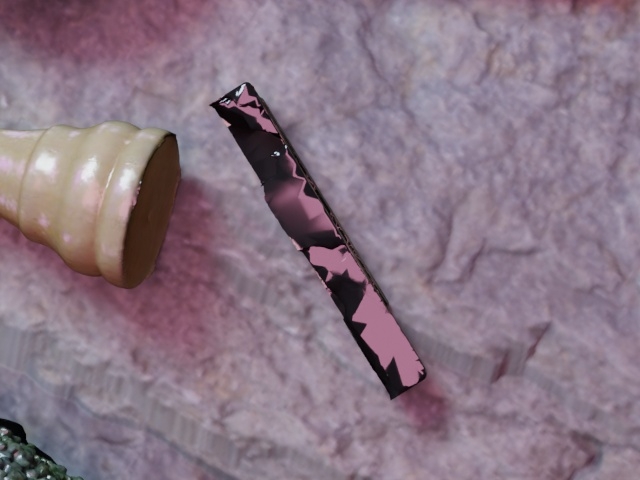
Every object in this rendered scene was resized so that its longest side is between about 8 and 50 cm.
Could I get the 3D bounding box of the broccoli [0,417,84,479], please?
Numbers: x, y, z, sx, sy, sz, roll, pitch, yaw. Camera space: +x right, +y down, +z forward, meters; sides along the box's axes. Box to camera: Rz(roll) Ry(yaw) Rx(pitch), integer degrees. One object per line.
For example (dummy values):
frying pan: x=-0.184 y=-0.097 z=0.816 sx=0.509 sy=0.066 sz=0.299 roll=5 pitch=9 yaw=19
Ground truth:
broccoli: x=-0.269 y=0.242 z=1.309 sx=0.243 sy=0.263 sz=0.247 roll=-51 pitch=51 yaw=17

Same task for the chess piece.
chess piece: x=-0.304 y=-0.073 z=1.345 sx=0.397 sy=0.117 sz=0.117 roll=16 pitch=92 yaw=9

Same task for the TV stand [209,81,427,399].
TV stand: x=0.000 y=0.000 z=1.333 sx=0.036 sy=0.042 sz=0.249 roll=-32 pitch=86 yaw=5
